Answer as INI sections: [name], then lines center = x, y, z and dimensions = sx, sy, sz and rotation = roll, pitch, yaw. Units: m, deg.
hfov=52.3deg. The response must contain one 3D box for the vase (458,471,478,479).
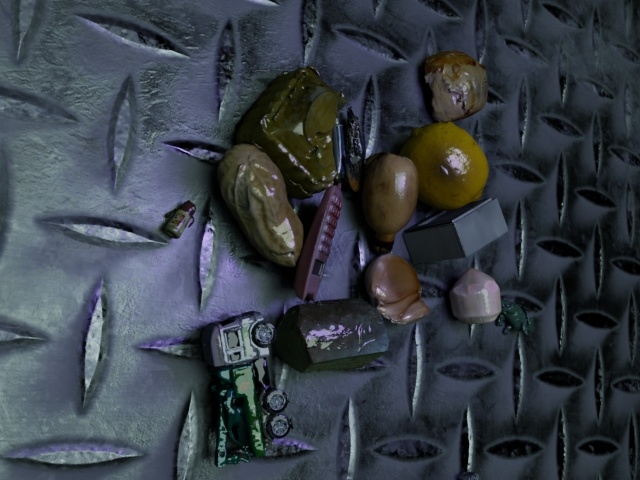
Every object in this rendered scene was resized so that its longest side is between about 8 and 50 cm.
[vase]
center = 0.479, 0.815, 2.068
dimensions = 0.081, 0.081, 0.148
rotation = 0, 81, -36

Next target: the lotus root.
[lotus root]
center = 0.200, -0.106, 1.930
dimensions = 0.183, 0.183, 0.309
rotation = -4, 104, -36

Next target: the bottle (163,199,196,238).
[bottle]
center = -0.344, -0.056, 1.609
dimensions = 0.063, 0.047, 0.101
rotation = 37, 63, -15

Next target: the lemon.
[lemon]
center = 0.383, -0.229, 2.029
dimensions = 0.284, 0.260, 0.260
rotation = 23, 70, -17

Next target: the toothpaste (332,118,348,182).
[toothpaste]
center = 0.056, -0.268, 1.932
dimensions = 0.057, 0.035, 0.197
rotation = -5, 89, -46

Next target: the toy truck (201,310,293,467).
[toy truck]
center = -0.187, 0.360, 1.595
dimensions = 0.178, 0.176, 0.363
rotation = -5, 88, -24

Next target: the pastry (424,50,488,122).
[pastry]
center = 0.474, -0.529, 2.188
dimensions = 0.256, 0.170, 0.236
rotation = -22, 99, -41

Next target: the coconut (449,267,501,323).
[coconut]
center = 0.506, 0.178, 2.121
dimensions = 0.171, 0.171, 0.182
rotation = -6, 89, -36

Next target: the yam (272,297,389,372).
[yam]
center = 0.019, 0.254, 1.749
dimensions = 0.271, 0.202, 0.201
rotation = -9, 68, -35

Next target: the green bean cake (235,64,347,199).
[green bean cake]
center = -0.037, -0.298, 1.769
dimensions = 0.285, 0.202, 0.310
rotation = 42, 62, -26

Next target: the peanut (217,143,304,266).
[peanut]
center = -0.147, -0.088, 1.674
dimensions = 0.158, 0.174, 0.340
rotation = -51, 128, -42

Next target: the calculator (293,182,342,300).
[calculator]
center = 0.000, 0.000, 1.758
dimensions = 0.048, 0.220, 0.329
rotation = 17, 86, 12

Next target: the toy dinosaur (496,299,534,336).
[toy dinosaur]
center = 0.652, 0.263, 2.266
dimensions = 0.292, 0.079, 0.120
rotation = 21, 66, -35

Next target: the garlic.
[garlic]
center = 0.207, 0.150, 1.945
dimensions = 0.228, 0.110, 0.217
rotation = -1, 73, -47

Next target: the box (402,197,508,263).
[box]
center = 0.418, -0.031, 2.044
dimensions = 0.225, 0.225, 0.117
rotation = -27, 100, -36

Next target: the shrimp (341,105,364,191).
[shrimp]
center = 0.090, -0.272, 1.884
dimensions = 0.198, 0.051, 0.261
rotation = 4, 83, -79
